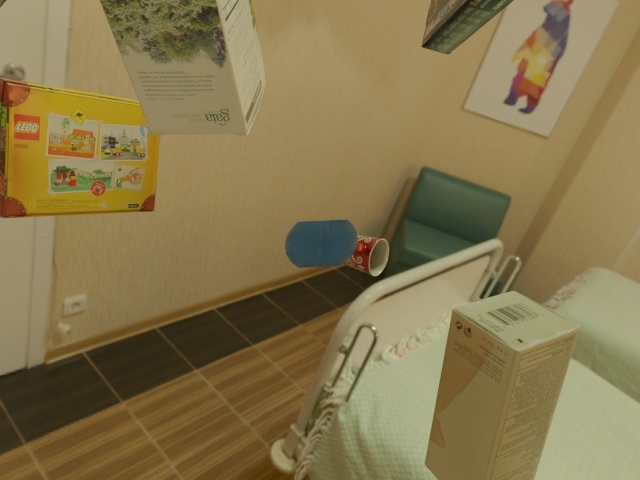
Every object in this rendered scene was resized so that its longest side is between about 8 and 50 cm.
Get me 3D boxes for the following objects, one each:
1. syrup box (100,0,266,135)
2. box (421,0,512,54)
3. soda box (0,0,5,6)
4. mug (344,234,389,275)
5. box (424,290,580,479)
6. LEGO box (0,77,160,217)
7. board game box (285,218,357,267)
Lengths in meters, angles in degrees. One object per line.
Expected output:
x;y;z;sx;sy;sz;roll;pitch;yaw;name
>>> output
-0.114;-0.206;0.395;0.093;0.236;0.096;2;49;8;syrup box
0.207;-0.372;0.652;0.051;0.175;0.220;11;2;-7;box
-0.621;-0.460;0.814;0.183;0.058;0.063;46;6;-5;soda box
0.101;0.019;1.470;0.169;0.150;0.113;16;54;36;mug
0.271;0.251;0.761;0.148;0.311;0.121;-8;25;-29;box
-0.768;-0.280;1.538;0.193;0.372;0.500;17;14;33;LEGO box
0.000;0.000;1.137;0.169;0.133;0.033;-3;37;-9;board game box
